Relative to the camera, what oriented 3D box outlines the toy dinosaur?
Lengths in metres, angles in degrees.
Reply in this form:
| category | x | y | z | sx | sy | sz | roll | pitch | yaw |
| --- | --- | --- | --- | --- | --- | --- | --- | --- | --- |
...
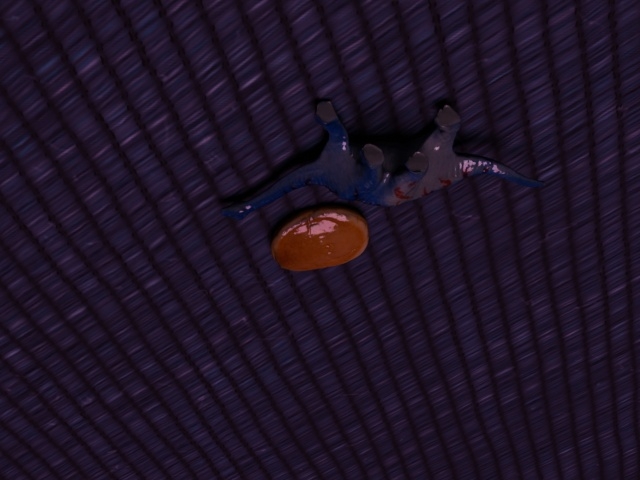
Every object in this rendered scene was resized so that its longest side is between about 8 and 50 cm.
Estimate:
| category | x | y | z | sx | sy | sz | roll | pitch | yaw |
| --- | --- | --- | --- | --- | --- | --- | --- | --- | --- |
| toy dinosaur | 0.063 | -0.071 | 1.247 | 0.329 | 0.076 | 0.144 | -7 | 153 | -3 |

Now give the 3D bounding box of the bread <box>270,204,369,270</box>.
| category | x | y | z | sx | sy | sz | roll | pitch | yaw |
| --- | --- | --- | --- | --- | --- | --- | --- | --- | --- |
| bread | 0.000 | 0.000 | 1.371 | 0.110 | 0.024 | 0.110 | -8 | 146 | -5 |
